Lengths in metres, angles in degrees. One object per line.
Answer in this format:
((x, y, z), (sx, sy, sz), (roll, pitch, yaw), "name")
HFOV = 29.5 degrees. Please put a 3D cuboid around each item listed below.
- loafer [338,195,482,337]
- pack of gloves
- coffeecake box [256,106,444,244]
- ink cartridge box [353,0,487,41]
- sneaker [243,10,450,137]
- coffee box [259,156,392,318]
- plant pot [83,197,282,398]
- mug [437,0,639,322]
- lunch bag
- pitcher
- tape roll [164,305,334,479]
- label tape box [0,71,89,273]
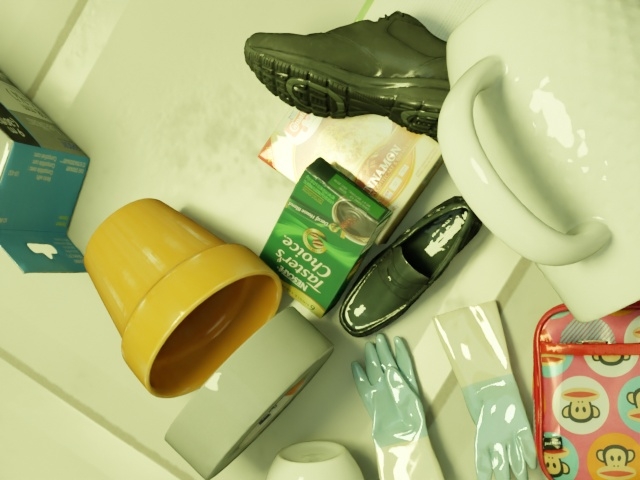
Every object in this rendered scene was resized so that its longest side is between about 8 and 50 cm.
((0.104, 0.030, 1.464), (0.223, 0.078, 0.076), (-45, 81, 9), "loafer")
((0.151, 0.210, 1.482), (0.195, 0.046, 0.232), (-16, 76, 11), "pack of gloves")
((0.041, -0.106, 1.483), (0.185, 0.068, 0.142), (36, 97, 10), "coffeecake box")
((0.181, -0.273, 1.460), (0.235, 0.056, 0.171), (32, 97, 9), "ink cartridge box")
((0.055, -0.207, 1.411), (0.286, 0.109, 0.130), (12, 73, -3), "sneaker")
((0.000, 0.000, 1.458), (0.113, 0.040, 0.184), (39, 133, 8), "coffee box")
((-0.183, 0.054, 1.477), (0.205, 0.205, 0.188), (-49, 66, 8), "plant pot")
((0.262, -0.106, 1.236), (0.328, 0.374, 0.276), (56, 136, 3), "mug")
((0.391, 0.158, 1.390), (0.293, 0.120, 0.258), (-2, 85, 12), "lunch bag")
((0.023, 0.351, 1.472), (0.178, 0.125, 0.207), (-6, 100, -8), "pitcher")
((-0.082, 0.180, 1.433), (0.072, 0.219, 0.219), (44, 98, 8), "tape roll")
((-0.395, -0.112, 1.490), (0.334, 0.240, 0.106), (44, 97, 8), "label tape box")
